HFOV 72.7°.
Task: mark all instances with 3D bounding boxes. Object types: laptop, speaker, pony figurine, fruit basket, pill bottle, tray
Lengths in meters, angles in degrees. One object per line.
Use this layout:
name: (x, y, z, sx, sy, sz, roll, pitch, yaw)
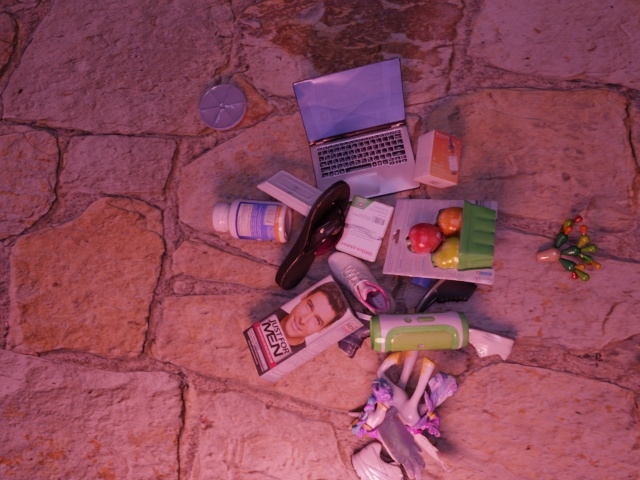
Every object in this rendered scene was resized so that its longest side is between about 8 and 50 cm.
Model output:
laptop: (0.136, -0.372, 1.566, 0.382, 0.236, 0.407, -12, 78, 7)
speaker: (0.312, 0.292, 1.396, 0.297, 0.131, 0.131, -3, 79, 0)
pony figurine: (0.279, 0.548, 1.388, 0.351, 0.303, 0.363, 34, 89, 45)
fruit basket: (0.415, -0.004, 1.493, 0.353, 0.165, 0.327, 0, 56, 24)
pill bottle: (-0.250, -0.077, 1.612, 0.272, 0.152, 0.152, 5, 81, 10)
tray: (-0.090, -0.183, 1.588, 0.270, 0.030, 0.145, 31, 52, 24)

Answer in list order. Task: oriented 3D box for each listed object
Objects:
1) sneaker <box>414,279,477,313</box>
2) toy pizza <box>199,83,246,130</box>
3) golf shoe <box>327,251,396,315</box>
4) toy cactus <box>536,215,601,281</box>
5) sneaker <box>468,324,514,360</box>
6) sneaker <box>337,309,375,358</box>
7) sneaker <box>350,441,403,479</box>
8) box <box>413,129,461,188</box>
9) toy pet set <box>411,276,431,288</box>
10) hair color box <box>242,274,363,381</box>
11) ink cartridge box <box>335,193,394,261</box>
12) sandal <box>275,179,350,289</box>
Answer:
sneaker: (0.433, 0.197, 1.497, 0.118, 0.083, 0.222, 44, 87, 13)
toy pizza: (-0.397, -0.543, 1.779, 0.201, 0.032, 0.201, -1, 81, 7)
golf shoe: (0.142, 0.144, 1.522, 0.306, 0.140, 0.115, 42, 89, 14)
toy cactus: (0.832, 0.036, 1.474, 0.181, 0.112, 0.219, -13, 80, 25)
sneaker: (0.536, 0.344, 1.464, 0.212, 0.080, 0.094, 16, 94, 10)
sneaker: (0.163, 0.339, 1.501, 0.226, 0.086, 0.163, 12, 71, 20)
sneaker: (0.229, 0.797, 1.409, 0.129, 0.111, 0.297, -38, 78, -6)
box: (0.420, -0.288, 1.557, 0.130, 0.091, 0.170, 12, 81, -23)
toy pet set: (0.361, 0.103, 1.534, 0.122, 0.065, 0.114, 24, 84, 12)
hair color box: (-0.063, 0.303, 1.494, 0.374, 0.113, 0.185, -34, 55, 5)
ink cartridge box: (0.161, -0.041, 1.569, 0.153, 0.087, 0.208, 21, 89, 11)
sandal: (0.001, 0.001, 1.520, 0.107, 0.167, 0.445, 39, 109, 28)
